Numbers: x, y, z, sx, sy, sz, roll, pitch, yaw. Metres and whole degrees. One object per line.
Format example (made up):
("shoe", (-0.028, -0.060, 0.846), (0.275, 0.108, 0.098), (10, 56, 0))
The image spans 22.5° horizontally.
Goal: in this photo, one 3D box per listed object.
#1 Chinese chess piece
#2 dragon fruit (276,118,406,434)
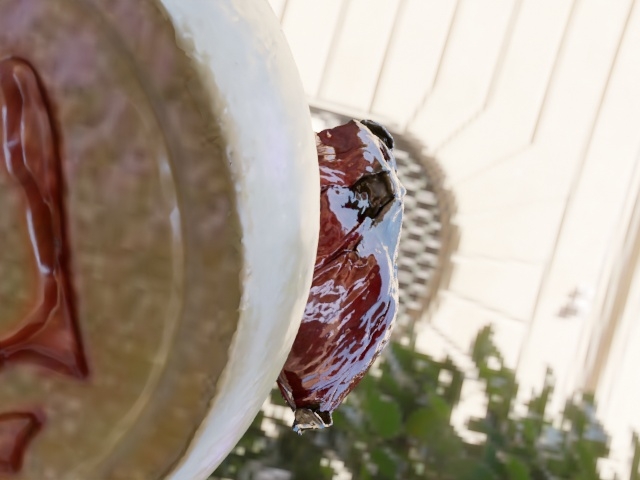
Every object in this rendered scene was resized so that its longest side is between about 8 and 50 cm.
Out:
("Chinese chess piece", (-0.134, -0.015, 0.533), (0.112, 0.270, 0.270), (-62, 172, -72))
("dragon fruit", (-0.002, -0.003, 1.047), (0.218, 0.148, 0.224), (63, -3, -10))
